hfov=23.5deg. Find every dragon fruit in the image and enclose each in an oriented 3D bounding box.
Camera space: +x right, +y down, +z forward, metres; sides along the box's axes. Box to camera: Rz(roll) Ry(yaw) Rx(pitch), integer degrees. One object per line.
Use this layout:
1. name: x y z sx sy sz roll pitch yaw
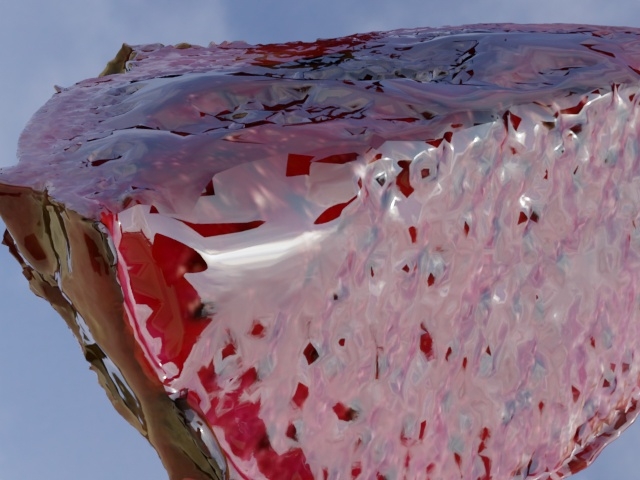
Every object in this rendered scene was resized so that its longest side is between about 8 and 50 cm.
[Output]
1. dragon fruit: 0.000 0.000 0.506 0.211 0.262 0.134 29 -54 49
